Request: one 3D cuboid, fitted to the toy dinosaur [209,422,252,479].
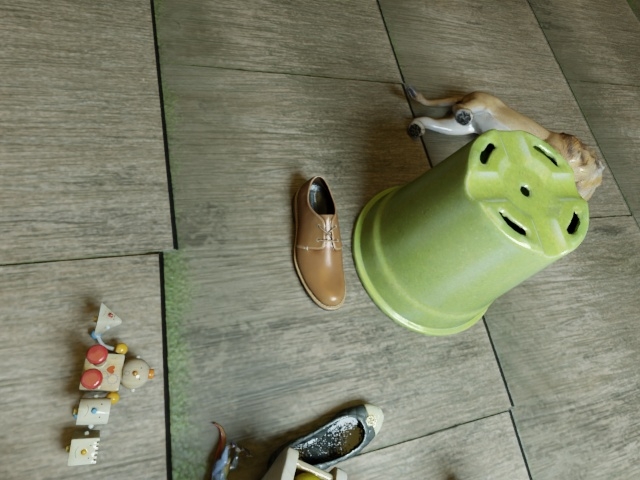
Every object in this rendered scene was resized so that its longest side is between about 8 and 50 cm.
[{"bbox_3d":[-0.119,0.285,0.495,0.090,0.047,0.082,28,72,42],"label":"toy dinosaur"}]

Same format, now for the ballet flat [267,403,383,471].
[{"bbox_3d":[0.014,0.264,0.532,0.173,0.049,0.057,-19,73,-25],"label":"ballet flat"}]

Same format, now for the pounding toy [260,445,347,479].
[{"bbox_3d":[-0.063,0.320,0.362,0.155,0.154,0.269,30,38,-12],"label":"pounding toy"}]

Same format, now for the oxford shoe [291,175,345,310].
[{"bbox_3d":[0.000,0.000,0.628,0.076,0.076,0.212,-5,71,-23],"label":"oxford shoe"}]

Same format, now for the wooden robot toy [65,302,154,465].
[{"bbox_3d":[-0.235,0.163,0.481,0.079,0.076,0.173,12,64,-27],"label":"wooden robot toy"}]

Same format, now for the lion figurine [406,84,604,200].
[{"bbox_3d":[0.366,-0.204,0.811,0.392,0.142,0.240,47,54,9],"label":"lion figurine"}]

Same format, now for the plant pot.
[{"bbox_3d":[0.221,-0.020,0.611,0.276,0.254,0.276,8,65,-16],"label":"plant pot"}]
